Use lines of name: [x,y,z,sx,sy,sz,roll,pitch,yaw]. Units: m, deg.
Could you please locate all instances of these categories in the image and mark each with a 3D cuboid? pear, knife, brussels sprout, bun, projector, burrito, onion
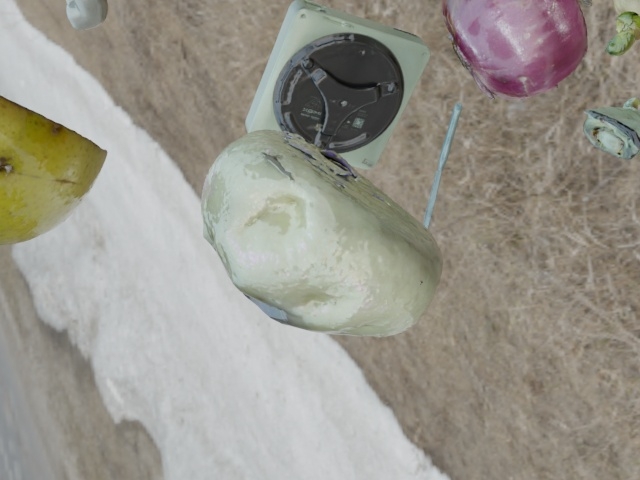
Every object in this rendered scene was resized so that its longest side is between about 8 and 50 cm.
pear: [-0.457,-0.097,1.031,0.340,0.386,0.191,18,86,24]
knife: [0.187,-0.110,1.302,0.028,0.015,0.210,-88,11,-74]
brussels sprout: [0.497,-0.334,1.364,0.051,0.046,0.083,-2,55,51]
bun: [-0.003,-0.003,0.863,0.168,0.273,0.273,-56,41,14]
projector: [0.029,-0.259,1.459,0.079,0.257,0.259,-109,38,-50]
burrito: [0.645,-0.230,1.744,0.144,0.229,0.089,41,127,30]
onion: [0.234,-0.285,1.046,0.200,0.200,0.207,-54,12,49]

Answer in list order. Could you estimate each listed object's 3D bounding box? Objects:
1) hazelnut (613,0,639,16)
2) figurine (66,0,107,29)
hazelnut: [0.658,-0.498,1.550,0.261,0.241,0.261,-37,31,26]
figurine: [-0.218,-0.305,0.602,0.308,0.143,0.308,174,90,-79]
